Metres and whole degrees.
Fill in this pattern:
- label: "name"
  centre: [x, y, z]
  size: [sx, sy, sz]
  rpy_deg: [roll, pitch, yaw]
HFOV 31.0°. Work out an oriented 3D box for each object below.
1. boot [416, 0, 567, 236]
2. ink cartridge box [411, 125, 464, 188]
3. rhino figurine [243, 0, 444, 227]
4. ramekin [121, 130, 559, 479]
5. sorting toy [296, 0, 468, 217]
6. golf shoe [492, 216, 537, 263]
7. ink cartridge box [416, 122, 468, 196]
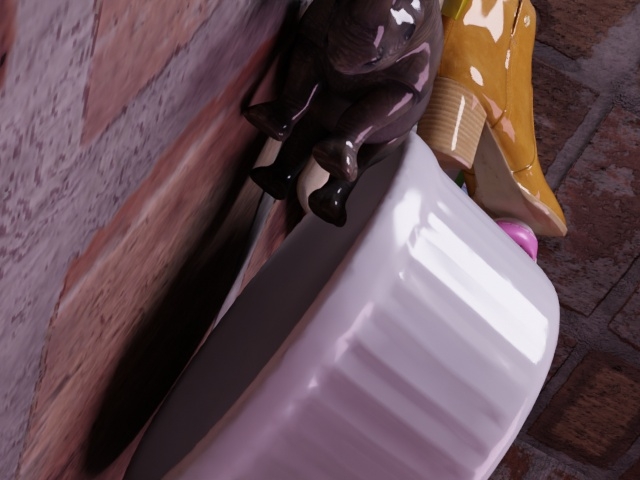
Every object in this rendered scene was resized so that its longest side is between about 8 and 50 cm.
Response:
- label: "boot"
  centre: [0.206, -0.139, 1.236]
  size: [0.295, 0.104, 0.211]
  rpy_deg: [32, 69, -48]
- label: "ink cartridge box"
  centre: [0.055, 0.025, 1.331]
  size: [0.198, 0.115, 0.273]
  rpy_deg: [-57, 173, -49]
- label: "rhino figurine"
  centre: [0.018, -0.084, 0.550]
  size: [0.106, 0.073, 0.243]
  rpy_deg: [-54, 176, -12]
- label: "ramekin"
  centre: [0.016, 0.081, 0.696]
  size: [0.277, 0.135, 0.277]
  rpy_deg: [-51, -172, 9]
- label: "sorting toy"
  centre: [0.057, -0.129, 0.972]
  size: [0.307, 0.041, 0.229]
  rpy_deg: [-61, 171, -13]
- label: "golf shoe"
  centre: [0.165, 0.038, 1.357]
  size: [0.306, 0.115, 0.140]
  rpy_deg: [123, -14, -55]
- label: "ink cartridge box"
  centre: [0.150, -0.123, 1.424]
  size: [0.176, 0.128, 0.127]
  rpy_deg: [-63, 175, 29]
